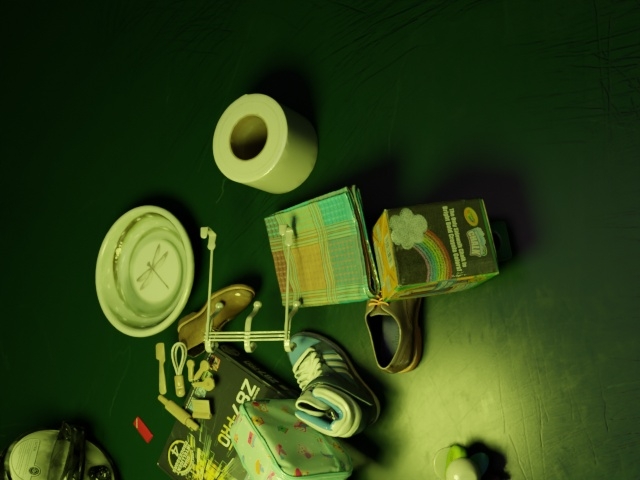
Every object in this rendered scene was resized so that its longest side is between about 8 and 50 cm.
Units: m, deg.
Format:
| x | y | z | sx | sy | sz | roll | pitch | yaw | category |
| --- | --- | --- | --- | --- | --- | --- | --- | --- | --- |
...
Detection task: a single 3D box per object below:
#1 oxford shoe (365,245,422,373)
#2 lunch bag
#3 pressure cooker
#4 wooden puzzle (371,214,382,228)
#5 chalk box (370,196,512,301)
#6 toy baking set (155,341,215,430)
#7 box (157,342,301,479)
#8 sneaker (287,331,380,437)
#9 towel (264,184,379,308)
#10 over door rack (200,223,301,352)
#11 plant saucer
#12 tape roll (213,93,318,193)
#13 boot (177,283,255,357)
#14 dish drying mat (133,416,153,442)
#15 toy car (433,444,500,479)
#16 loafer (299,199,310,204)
| x | y | z | sx | sy | sz | roll | pitch | yaw | category |
| --- | --- | --- | --- | --- | --- | --- | --- | --- | --- |
| 0.172 | 0.136 | 1.489 | 0.130 | 0.132 | 0.364 | -12 | 77 | 28 | oxford shoe |
| -0.068 | 0.475 | 1.426 | 0.279 | 0.224 | 0.108 | 44 | 118 | 49 | lunch bag |
| -0.814 | 0.765 | 1.834 | 0.370 | 0.375 | 0.420 | 42 | 106 | 21 | pressure cooker |
| 0.170 | -0.041 | 1.588 | 0.083 | 0.006 | 0.049 | -4 | 81 | 29 | wooden puzzle |
| 0.279 | 0.020 | 1.390 | 0.288 | 0.179 | 0.180 | -6 | 75 | -8 | chalk box |
| -0.378 | 0.396 | 1.713 | 0.256 | 0.030 | 0.197 | 23 | 98 | 31 | toy baking set |
| -0.246 | 0.530 | 1.697 | 0.318 | 0.097 | 0.395 | 29 | 97 | 27 | box |
| -0.011 | 0.341 | 1.506 | 0.323 | 0.236 | 0.130 | 42 | 104 | 27 | sneaker |
| -0.010 | 0.032 | 1.560 | 0.370 | 0.040 | 0.272 | -14 | 87 | 50 | towel |
| -0.178 | 0.124 | 1.602 | 0.239 | 0.108 | 0.324 | -3 | 86 | 13 | over door rack |
| -0.521 | 0.095 | 1.910 | 0.400 | 0.100 | 0.401 | -4 | 81 | 30 | plant saucer |
| -0.151 | -0.263 | 1.709 | 0.246 | 0.169 | 0.246 | -4 | 82 | 29 | tape roll |
| -0.290 | 0.229 | 1.738 | 0.305 | 0.112 | 0.115 | -38 | 41 | 29 | boot |
| -0.549 | 0.585 | 1.912 | 0.083 | 0.008 | 0.032 | 41 | 103 | 28 | dish drying mat |
| 0.327 | 0.542 | 1.355 | 0.136 | 0.159 | 0.182 | 2 | 82 | -5 | toy car |
| 0.000 | 0.000 | 1.650 | 0.080 | 0.078 | 0.220 | -17 | 81 | -16 | loafer |
